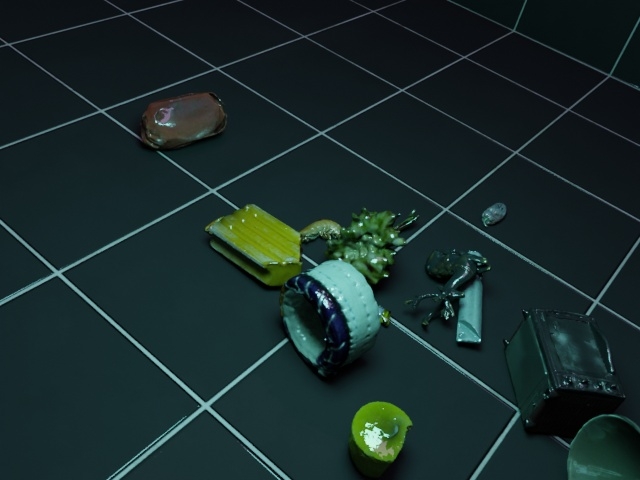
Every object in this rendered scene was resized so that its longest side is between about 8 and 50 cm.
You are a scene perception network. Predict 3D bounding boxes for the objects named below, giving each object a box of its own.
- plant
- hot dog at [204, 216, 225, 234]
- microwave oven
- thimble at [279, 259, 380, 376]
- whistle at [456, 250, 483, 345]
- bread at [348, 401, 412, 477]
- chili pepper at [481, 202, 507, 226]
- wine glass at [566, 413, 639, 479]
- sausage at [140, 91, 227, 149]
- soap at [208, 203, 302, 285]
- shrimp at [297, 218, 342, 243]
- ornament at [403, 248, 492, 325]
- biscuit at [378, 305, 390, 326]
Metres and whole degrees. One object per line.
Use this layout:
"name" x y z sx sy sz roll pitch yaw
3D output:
"plant" 0.159 0.032 1.731 0.180 0.251 0.333 60 19 18
"hot dog" -0.272 -0.043 1.744 0.037 0.021 0.083 33 46 19
"microwave oven" 0.541 0.291 1.474 0.178 0.188 0.247 8 42 -6
"thimble" 0.021 0.171 1.448 0.150 0.237 0.237 -22 52 -29
"whistle" 0.389 0.147 1.686 0.062 0.062 0.312 16 42 2
"bread" 0.111 0.394 1.298 0.111 0.114 0.129 30 45 19
"chili pepper" 0.537 -0.084 1.998 0.153 0.041 0.050 -30 99 -38
"wine glass" 0.734 0.491 1.272 0.406 0.267 0.267 9 41 -12
"sausage" -0.411 -0.360 1.962 0.279 0.152 0.152 -24 54 -33
"soap" -0.141 0.016 1.655 0.257 0.080 0.160 33 46 28
"shrimp" -0.001 0.001 1.766 0.178 0.034 0.124 -25 61 -41
"ornament" 0.294 0.118 1.666 0.236 0.080 0.202 -45 28 -26
"biscuit" 0.036 0.143 1.620 0.292 0.026 0.048 20 41 9
